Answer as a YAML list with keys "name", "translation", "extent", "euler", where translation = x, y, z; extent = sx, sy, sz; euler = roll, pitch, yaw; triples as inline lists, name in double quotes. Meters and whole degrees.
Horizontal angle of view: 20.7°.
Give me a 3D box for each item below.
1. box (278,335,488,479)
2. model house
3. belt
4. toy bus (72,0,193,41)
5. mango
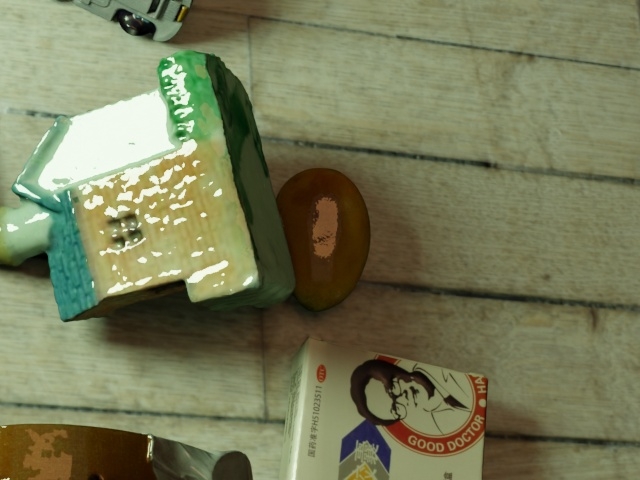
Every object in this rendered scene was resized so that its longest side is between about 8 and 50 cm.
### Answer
- name: "box"
  translation: [0.061, 0.291, 1.862]
  extent: [0.214, 0.069, 0.353]
  euler: [14, 59, -13]
- name: "model house"
  translation: [-0.222, -0.029, 1.886]
  extent: [0.325, 0.194, 0.267]
  euler: [-16, 81, 8]
- name: "belt"
  translation: [-0.208, 0.261, 1.673]
  extent: [0.339, 0.217, 0.122]
  euler: [19, 56, -41]
- name: "toy bus"
  translation: [-0.235, -0.340, 2.039]
  extent: [0.209, 0.126, 0.136]
  euler: [24, 51, -6]
- name: "mango"
  translation: [0.004, -0.003, 1.976]
  extent: [0.111, 0.089, 0.163]
  euler: [-13, 79, -13]
